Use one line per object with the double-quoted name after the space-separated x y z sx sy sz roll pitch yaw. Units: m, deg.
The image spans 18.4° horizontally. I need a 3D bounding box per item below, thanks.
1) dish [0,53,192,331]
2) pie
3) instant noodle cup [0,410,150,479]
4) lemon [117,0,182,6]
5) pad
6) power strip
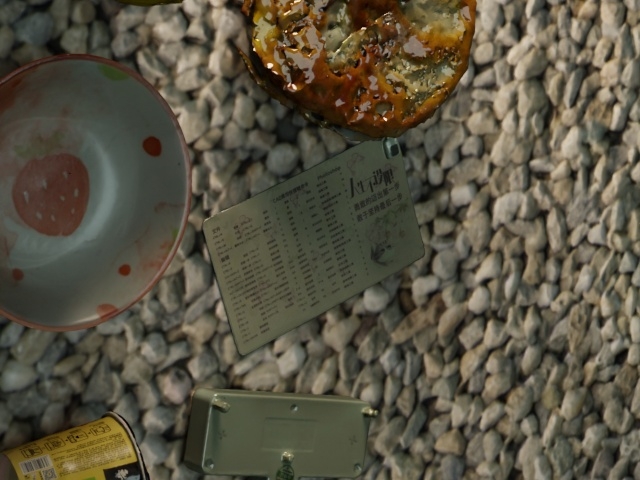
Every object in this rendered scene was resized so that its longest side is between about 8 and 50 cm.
-0.253 -0.049 1.857 0.260 0.085 0.260 -7 103 -33 "dish"
0.046 -0.239 2.039 0.308 0.085 0.308 -9 106 -31 "pie"
-0.242 0.245 1.893 0.122 0.151 0.151 -7 103 -24 "instant noodle cup"
-0.171 -0.342 1.759 0.284 0.260 0.260 3 97 -48 "lemon"
0.000 0.000 2.100 0.265 0.009 0.159 -28 115 -29 "pad"
-0.043 0.234 2.080 0.216 0.061 0.145 6 94 -36 "power strip"
